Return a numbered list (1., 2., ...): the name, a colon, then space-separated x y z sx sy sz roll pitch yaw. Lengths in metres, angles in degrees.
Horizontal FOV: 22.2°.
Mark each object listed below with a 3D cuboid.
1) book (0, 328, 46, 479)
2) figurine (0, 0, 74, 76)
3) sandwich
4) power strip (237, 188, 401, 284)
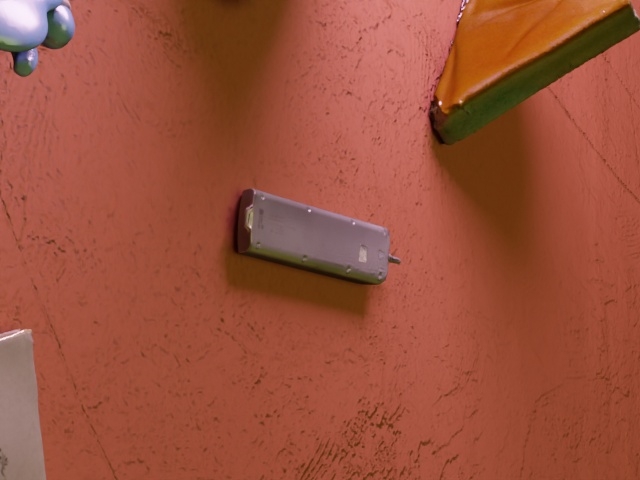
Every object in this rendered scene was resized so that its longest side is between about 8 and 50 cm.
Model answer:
1. book: -0.306 0.184 1.167 0.289 0.026 0.201 -11 98 -52
2. figurine: -0.241 -0.210 1.169 0.262 0.154 0.180 -15 89 -48
3. sandwich: 0.240 -0.223 1.744 0.063 0.212 0.245 45 54 -38
4. power strip: 0.000 0.000 1.573 0.253 0.027 0.060 16 75 -51
